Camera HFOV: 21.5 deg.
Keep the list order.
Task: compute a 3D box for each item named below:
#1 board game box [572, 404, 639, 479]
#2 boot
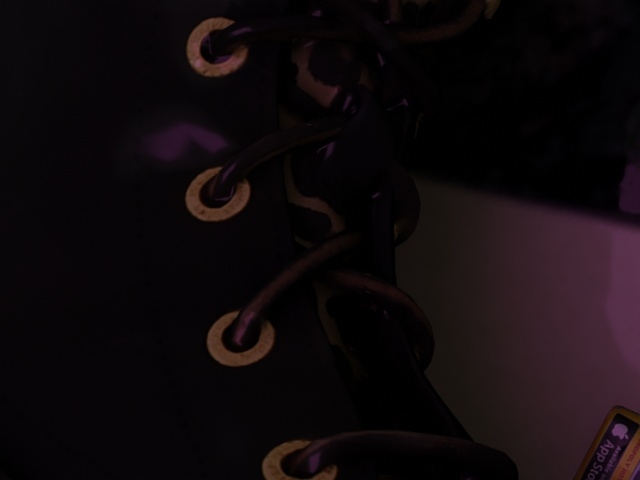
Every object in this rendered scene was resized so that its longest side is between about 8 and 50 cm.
[{"bbox_3d":[0.116,0.171,0.410,0.194,0.060,0.194,29,94,27],"label":"board game box"},{"bbox_3d":[0.000,0.000,0.415,0.377,0.138,0.284,4,78,55],"label":"boot"}]
